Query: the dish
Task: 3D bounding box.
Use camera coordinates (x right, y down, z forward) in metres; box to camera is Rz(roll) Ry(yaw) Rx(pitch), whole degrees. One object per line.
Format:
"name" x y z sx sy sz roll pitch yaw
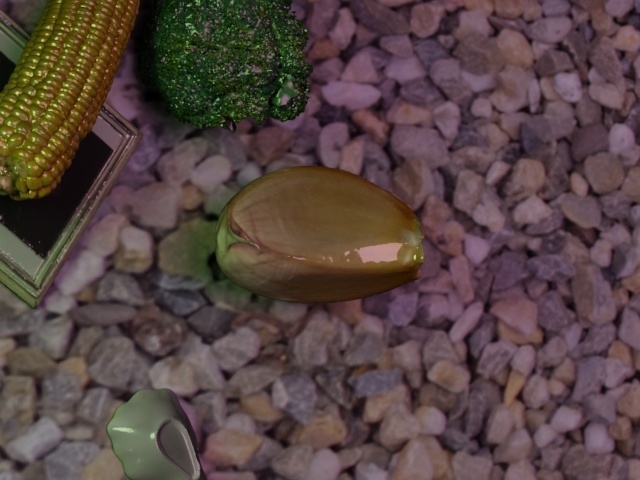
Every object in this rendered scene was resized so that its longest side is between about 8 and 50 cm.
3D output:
"dish" -0.146 0.211 1.743 0.091 0.039 0.137 -34 100 -37

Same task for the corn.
"corn" -0.247 -0.162 1.690 0.101 0.101 0.292 38 55 -26

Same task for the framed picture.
"framed picture" -0.323 -0.110 1.688 0.293 0.018 0.231 41 59 -23

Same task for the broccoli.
"broccoli" -0.093 -0.197 1.798 0.156 0.195 0.195 19 68 -55

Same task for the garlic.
"garlic" -0.012 -0.002 1.816 0.245 0.164 0.145 1 97 -32
